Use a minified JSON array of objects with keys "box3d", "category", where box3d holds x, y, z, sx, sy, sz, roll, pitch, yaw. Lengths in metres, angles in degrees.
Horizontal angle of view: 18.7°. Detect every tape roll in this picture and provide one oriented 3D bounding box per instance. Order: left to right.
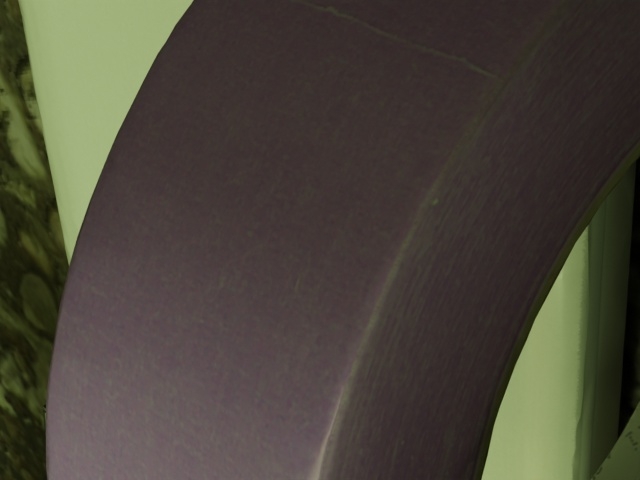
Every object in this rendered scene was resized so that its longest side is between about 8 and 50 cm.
[{"box3d":[0.070,0.028,0.480,0.090,0.275,0.275,26,135,43],"category":"tape roll"}]

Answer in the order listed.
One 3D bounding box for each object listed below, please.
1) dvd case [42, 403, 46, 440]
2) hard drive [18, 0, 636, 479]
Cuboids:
[{"box3d":[-0.112,0.151,1.081,0.119,0.013,0.087,34,140,33],"category":"dvd case"},{"box3d":[0.000,0.000,0.705,0.233,0.047,0.353,22,138,27],"category":"hard drive"}]
